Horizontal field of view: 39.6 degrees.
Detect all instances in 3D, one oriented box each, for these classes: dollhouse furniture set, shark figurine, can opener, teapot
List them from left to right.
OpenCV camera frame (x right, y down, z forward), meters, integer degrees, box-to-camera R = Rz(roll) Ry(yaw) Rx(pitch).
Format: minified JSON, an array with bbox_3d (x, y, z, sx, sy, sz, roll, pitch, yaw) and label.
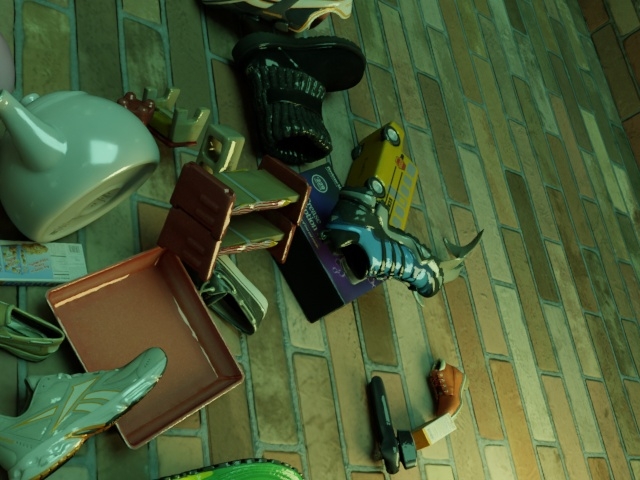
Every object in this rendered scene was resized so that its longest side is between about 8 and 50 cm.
[{"bbox_3d":[-0.372,-0.130,1.293,0.252,0.256,0.187,-34,88,-43],"label":"teapot"},{"bbox_3d":[-0.219,-0.107,1.460,0.374,0.152,0.201,37,28,29],"label":"dollhouse furniture set"},{"bbox_3d":[0.121,0.341,1.642,0.073,0.059,0.186,-5,56,-20],"label":"can opener"},{"bbox_3d":[0.281,0.048,1.962,0.278,0.116,0.166,-1,67,-45],"label":"shark figurine"}]

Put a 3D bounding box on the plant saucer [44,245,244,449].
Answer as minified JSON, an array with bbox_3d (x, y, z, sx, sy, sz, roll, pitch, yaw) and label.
[{"bbox_3d":[-0.269,0.157,1.354,0.259,0.048,0.258,-26,86,-51],"label":"plant saucer"}]

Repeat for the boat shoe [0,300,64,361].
[{"bbox_3d":[-0.434,0.104,1.191,0.190,0.072,0.068,23,50,-35],"label":"boat shoe"}]

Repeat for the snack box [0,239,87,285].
[{"bbox_3d":[-0.424,0.033,1.290,0.178,0.022,0.064,4,63,-46],"label":"snack box"}]

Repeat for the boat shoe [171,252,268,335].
[{"bbox_3d":[-0.176,0.073,1.484,0.219,0.078,0.070,43,40,-20],"label":"boat shoe"}]

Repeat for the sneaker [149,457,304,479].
[{"bbox_3d":[-0.166,0.397,1.259,0.343,0.134,0.146,-4,75,-38],"label":"sneaker"}]

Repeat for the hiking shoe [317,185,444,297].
[{"bbox_3d":[0.110,0.030,1.664,0.304,0.113,0.132,43,71,-29],"label":"hiking shoe"}]

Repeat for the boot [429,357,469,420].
[{"bbox_3d":[0.249,0.307,1.801,0.084,0.059,0.158,44,32,-12],"label":"boot"}]

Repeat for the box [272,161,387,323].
[{"bbox_3d":[0.000,0.000,1.704,0.184,0.103,0.261,-26,86,-54],"label":"box"}]

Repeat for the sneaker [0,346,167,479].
[{"bbox_3d":[-0.324,0.206,1.181,0.262,0.099,0.121,-37,85,-31],"label":"sneaker"}]

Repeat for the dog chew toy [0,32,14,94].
[{"bbox_3d":[-0.560,-0.300,1.238,0.206,0.206,0.332,-4,61,-48],"label":"dog chew toy"}]

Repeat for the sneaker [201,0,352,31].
[{"bbox_3d":[-0.089,-0.490,1.826,0.126,0.321,0.127,-75,157,-53],"label":"sneaker"}]

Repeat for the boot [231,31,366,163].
[{"bbox_3d":[-0.011,-0.289,1.853,0.348,0.131,0.260,-6,63,-37],"label":"boot"}]

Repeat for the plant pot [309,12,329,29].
[{"bbox_3d":[-0.073,-0.636,1.938,0.243,0.275,0.275,23,49,-22],"label":"plant pot"}]

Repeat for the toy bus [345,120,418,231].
[{"bbox_3d":[0.124,-0.106,1.897,0.130,0.108,0.333,41,42,-21],"label":"toy bus"}]

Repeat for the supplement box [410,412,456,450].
[{"bbox_3d":[0.207,0.370,1.705,0.098,0.062,0.036,-14,75,-51],"label":"supplement box"}]
